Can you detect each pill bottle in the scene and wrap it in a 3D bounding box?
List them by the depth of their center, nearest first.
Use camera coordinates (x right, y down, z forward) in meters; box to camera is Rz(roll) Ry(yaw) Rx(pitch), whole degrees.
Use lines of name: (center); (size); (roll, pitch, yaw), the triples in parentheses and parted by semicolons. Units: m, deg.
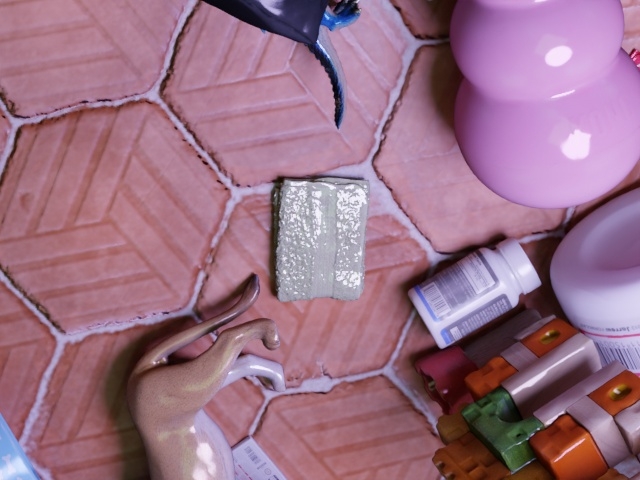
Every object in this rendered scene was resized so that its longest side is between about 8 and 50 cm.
pill bottle: (0.175, 0.057, 1.795); (0.137, 0.078, 0.078); (-30, 114, 1)
pill bottle: (0.439, 0.151, 1.805); (0.229, 0.229, 0.407); (-29, 114, 0)

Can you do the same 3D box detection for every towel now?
towel: (0.000, 0.000, 1.763); (0.110, 0.027, 0.148); (-1, 111, -11)

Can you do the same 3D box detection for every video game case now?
video game case: (-0.107, 0.295, 1.865); (0.122, 0.011, 0.087); (-36, 114, 3)

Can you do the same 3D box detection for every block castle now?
block castle: (0.272, 0.287, 1.705); (0.213, 0.453, 0.303); (-31, 115, -7)

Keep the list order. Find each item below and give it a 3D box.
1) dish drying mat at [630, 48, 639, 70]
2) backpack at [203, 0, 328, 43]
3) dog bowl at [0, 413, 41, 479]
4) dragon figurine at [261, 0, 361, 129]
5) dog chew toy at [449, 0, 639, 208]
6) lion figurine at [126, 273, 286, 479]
dish drying mat: (0.342, -0.172, 1.778); (0.032, 0.008, 0.083); (27, 103, -21)
backpack: (-0.059, -0.405, 1.424); (0.355, 0.290, 0.273); (-56, 147, -2)
dog bowl: (-0.332, 0.295, 1.743); (0.074, 0.166, 0.297); (-30, 114, -12)
dragon figurine: (-0.036, -0.261, 1.620); (0.144, 0.085, 0.289); (-3, 107, -8)
dog chew toy: (0.225, -0.199, 1.622); (0.207, 0.206, 0.331); (-18, 122, -5)
lion figurine: (-0.144, 0.247, 1.776); (0.240, 0.142, 0.392); (-9, 91, -3)
